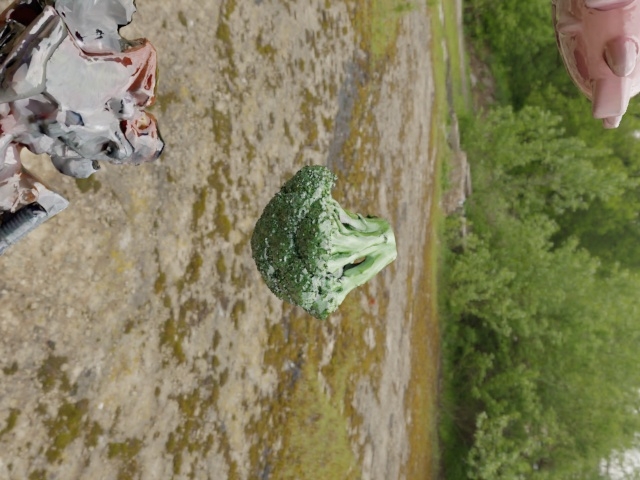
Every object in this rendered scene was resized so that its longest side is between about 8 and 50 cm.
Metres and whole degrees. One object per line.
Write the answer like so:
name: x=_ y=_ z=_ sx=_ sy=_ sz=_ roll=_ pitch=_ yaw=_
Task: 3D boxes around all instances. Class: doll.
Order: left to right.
doll: x=0.232 y=-0.210 z=0.452 sx=0.211 sy=0.093 sz=0.262 roll=-72 pitch=147 yaw=-41

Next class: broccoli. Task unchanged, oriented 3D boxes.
broccoli: x=0.000 y=0.000 z=1.085 sx=0.308 sy=0.275 sz=0.308 roll=170 pitch=-90 yaw=-79

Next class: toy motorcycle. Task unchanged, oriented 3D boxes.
toy motorcycle: x=-0.296 y=-0.083 z=0.554 sx=0.401 sy=0.134 sz=0.207 roll=-48 pitch=142 yaw=-6
